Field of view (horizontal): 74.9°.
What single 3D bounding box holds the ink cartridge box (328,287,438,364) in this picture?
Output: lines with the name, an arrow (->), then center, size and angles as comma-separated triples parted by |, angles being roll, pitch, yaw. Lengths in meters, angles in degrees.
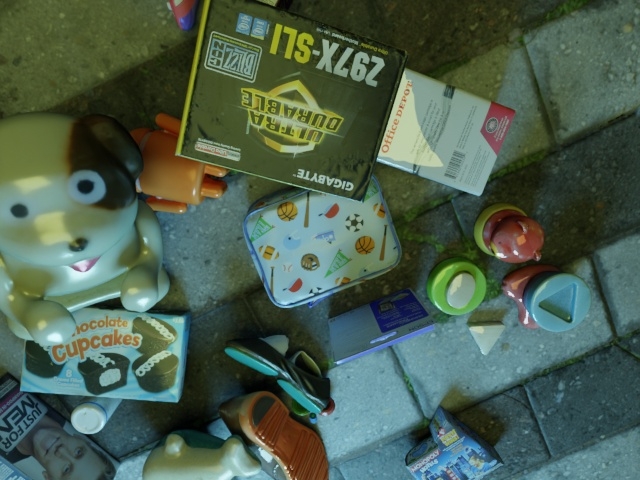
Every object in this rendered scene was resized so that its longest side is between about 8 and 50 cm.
ink cartridge box -> 0.119, 0.180, 0.851 | 0.206, 0.208, 0.045 | -22, 101, 3

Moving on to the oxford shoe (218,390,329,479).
oxford shoe -> -0.099, 0.486, 0.980 | 0.133, 0.130, 0.363 | -15, 114, 34

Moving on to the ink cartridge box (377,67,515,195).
ink cartridge box -> 0.223, -0.209, 0.819 | 0.237, 0.100, 0.172 | 17, 102, -8

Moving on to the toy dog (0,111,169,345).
toy dog -> -0.389, -0.040, 0.665 | 0.285, 0.408, 0.395 | -8, 79, -26

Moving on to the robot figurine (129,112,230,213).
robot figurine -> -0.286, -0.143, 0.797 | 0.219, 0.128, 0.158 | 12, 146, -6

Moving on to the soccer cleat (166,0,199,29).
soccer cleat -> -0.229, -0.508, 0.739 | 0.095, 0.083, 0.248 | -1, 101, -7

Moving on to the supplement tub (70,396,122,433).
supplement tub -> -0.487, 0.362, 0.916 | 0.071, 0.107, 0.071 | -1, 103, -3

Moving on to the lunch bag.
lunch bag -> 0.000, 0.000, 0.854 | 0.303, 0.115, 0.243 | -20, 106, 1

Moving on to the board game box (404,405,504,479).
board game box -> 0.307, 0.511, 1.016 | 0.194, 0.060, 0.194 | -35, 101, 6

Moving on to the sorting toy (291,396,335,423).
sorting toy -> -0.016, 0.397, 0.983 | 0.102, 0.061, 0.042 | 1, 138, 4

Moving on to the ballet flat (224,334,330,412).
ballet flat -> -0.085, 0.275, 0.927 | 0.280, 0.095, 0.096 | 43, 54, -21

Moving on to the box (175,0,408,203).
box -> -0.048, -0.225, 0.692 | 0.322, 0.079, 0.257 | 14, 102, -11

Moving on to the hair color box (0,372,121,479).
hair color box -> -0.624, 0.468, 0.901 | 0.105, 0.174, 0.347 | -41, 102, 4

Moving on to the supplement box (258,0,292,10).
supplement box -> -0.136, -0.360, 0.750 | 0.073, 0.130, 0.239 | 29, 100, -9

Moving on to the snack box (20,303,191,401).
snack box -> -0.453, 0.234, 0.895 | 0.322, 0.060, 0.187 | 5, 90, -4

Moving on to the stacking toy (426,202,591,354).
stacking toy -> 0.403, 0.109, 0.889 | 0.279, 0.130, 0.309 | -41, 101, 7

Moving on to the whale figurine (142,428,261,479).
whale figurine -> -0.255, 0.484, 0.925 | 0.272, 0.141, 0.216 | -28, 107, 18
